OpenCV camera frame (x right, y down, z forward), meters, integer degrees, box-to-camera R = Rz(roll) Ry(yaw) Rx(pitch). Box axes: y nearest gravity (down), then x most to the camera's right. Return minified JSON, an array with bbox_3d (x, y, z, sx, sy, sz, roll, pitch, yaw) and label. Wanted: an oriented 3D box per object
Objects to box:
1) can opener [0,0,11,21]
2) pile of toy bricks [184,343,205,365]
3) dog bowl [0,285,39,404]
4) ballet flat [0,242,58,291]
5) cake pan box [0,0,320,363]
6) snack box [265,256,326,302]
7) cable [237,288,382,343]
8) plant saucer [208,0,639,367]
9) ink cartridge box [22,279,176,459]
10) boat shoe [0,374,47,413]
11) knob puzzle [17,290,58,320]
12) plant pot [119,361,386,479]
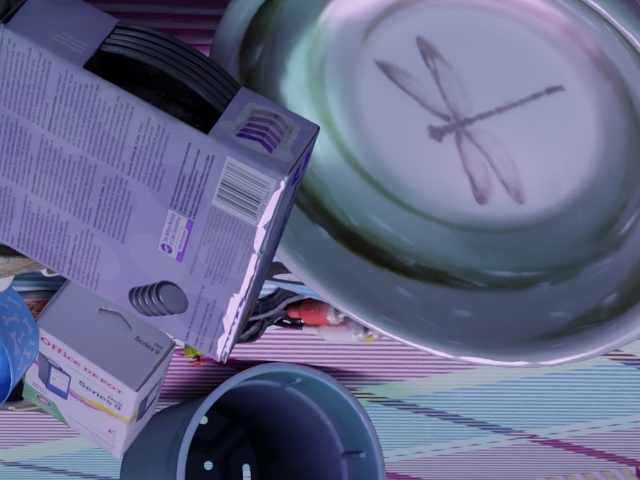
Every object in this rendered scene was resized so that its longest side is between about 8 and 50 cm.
[{"bbox_3d":[-0.274,-0.192,1.263,0.095,0.076,0.283,32,163,3],"label":"can opener"},{"bbox_3d":[-0.144,0.096,2.143,0.118,0.105,0.212,12,159,-38],"label":"pile of toy bricks"},{"bbox_3d":[-0.449,0.123,2.136,0.297,0.166,0.074,-16,-164,43],"label":"dog bowl"},{"bbox_3d":[-0.256,-0.011,1.611,0.349,0.123,0.123,-10,174,-44],"label":"ballet flat"},{"bbox_3d":[-0.144,-0.050,1.401,0.246,0.070,0.267,26,141,5],"label":"cake pan box"},{"bbox_3d":[0.000,0.000,1.905,0.187,0.060,0.322,-13,159,35],"label":"snack box"},{"bbox_3d":[-0.049,0.102,2.230,0.287,0.072,0.139,-12,155,35],"label":"cable"},{"bbox_3d":[0.112,-0.084,1.349,0.401,0.100,0.400,15,133,17],"label":"plant saucer"},{"bbox_3d":[-0.273,0.156,2.190,0.154,0.093,0.212,33,147,5],"label":"ink cartridge box"},{"bbox_3d":[-0.379,0.183,2.418,0.305,0.109,0.091,-6,168,28],"label":"boat shoe"},{"bbox_3d":[-0.338,0.099,2.275,0.213,0.030,0.213,-1,163,0],"label":"knob puzzle"},{"bbox_3d":[-0.128,0.366,2.728,0.341,0.341,0.334,8,169,-27],"label":"plant pot"}]
